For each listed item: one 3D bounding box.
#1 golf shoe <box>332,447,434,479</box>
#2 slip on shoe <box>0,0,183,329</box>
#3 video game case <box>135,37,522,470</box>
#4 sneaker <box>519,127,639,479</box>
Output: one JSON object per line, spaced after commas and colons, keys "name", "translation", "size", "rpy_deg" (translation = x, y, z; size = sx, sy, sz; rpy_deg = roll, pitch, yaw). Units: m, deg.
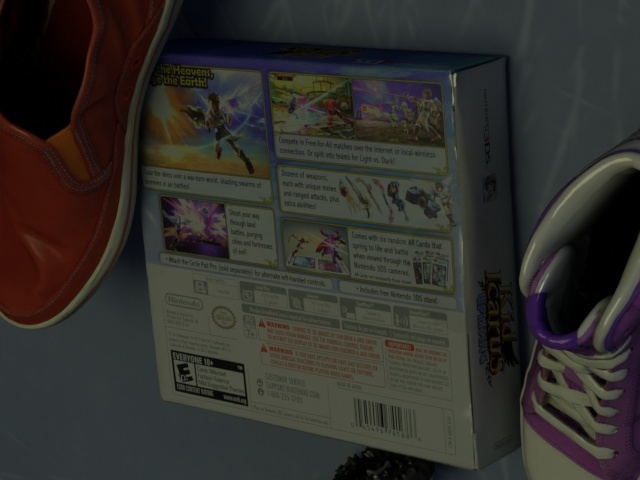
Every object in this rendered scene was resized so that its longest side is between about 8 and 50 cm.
{"name": "golf shoe", "translation": [0.027, 0.197, 1.272], "size": [0.094, 0.077, 0.198], "rpy_deg": [48, 136, -2]}
{"name": "slip on shoe", "translation": [-0.174, -0.078, 1.237], "size": [0.123, 0.101, 0.331], "rpy_deg": [40, 129, 25]}
{"name": "video game case", "translation": [0.000, 0.000, 1.220], "size": [0.269, 0.061, 0.244], "rpy_deg": [8, 111, 39]}
{"name": "sneaker", "translation": [0.142, 0.053, 1.052], "size": [0.102, 0.161, 0.282], "rpy_deg": [32, 125, 27]}
